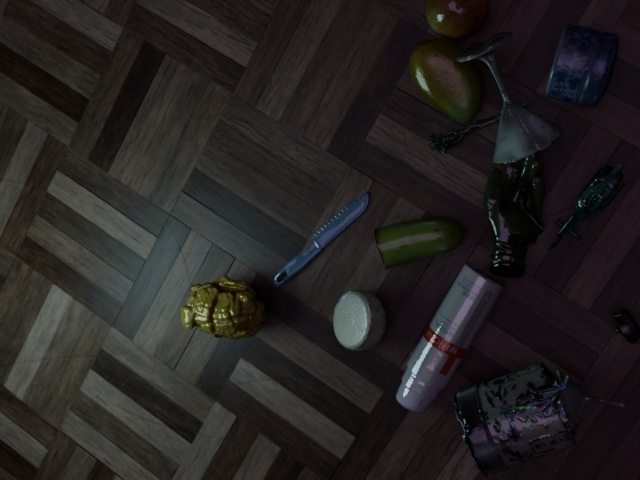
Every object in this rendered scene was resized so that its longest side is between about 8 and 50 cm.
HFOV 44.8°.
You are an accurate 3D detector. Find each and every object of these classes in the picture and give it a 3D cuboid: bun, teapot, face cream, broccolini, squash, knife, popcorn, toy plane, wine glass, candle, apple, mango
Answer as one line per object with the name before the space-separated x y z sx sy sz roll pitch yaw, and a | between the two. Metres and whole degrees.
bun | 0.100 0.178 1.723 0.138 0.094 0.138 -11 76 49
teapot | 0.618 0.177 1.569 0.045 0.067 0.100 -30 119 21
face cream | 0.268 0.218 1.664 0.102 0.102 0.345 30 101 13
broccolini | 0.330 -0.245 1.642 0.218 0.044 0.042 -27 46 15
squash | 0.216 -0.006 1.672 0.188 0.095 0.095 -15 90 15
knife | 0.000 0.000 1.779 0.313 0.019 0.044 -42 79 14
popcorn | -0.231 0.155 1.791 0.194 0.163 0.140 0 69 44
toy plane | 0.538 -0.069 1.560 0.060 0.096 0.235 40 123 14
wine glass | 0.366 -0.284 1.533 0.156 0.156 0.232 -23 106 18
candle | 0.439 0.349 1.577 0.330 0.187 0.187 -23 87 16
apple | 0.281 -0.476 1.594 0.126 0.102 0.126 2 77 -8
mango | 0.266 -0.334 1.625 0.130 0.092 0.194 -27 91 16

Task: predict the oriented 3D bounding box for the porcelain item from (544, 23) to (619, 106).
porcelain item | 0.513 -0.340 1.516 0.114 0.147 0.147 16 99 15

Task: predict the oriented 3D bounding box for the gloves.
gloves | 0.398 -0.057 1.595 0.135 0.107 0.268 12 87 -4
